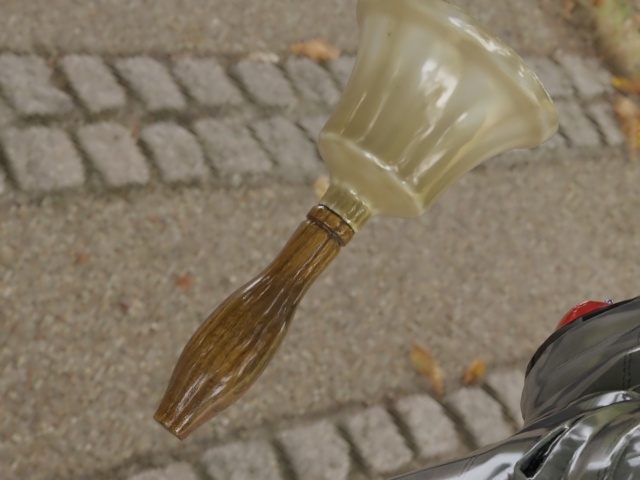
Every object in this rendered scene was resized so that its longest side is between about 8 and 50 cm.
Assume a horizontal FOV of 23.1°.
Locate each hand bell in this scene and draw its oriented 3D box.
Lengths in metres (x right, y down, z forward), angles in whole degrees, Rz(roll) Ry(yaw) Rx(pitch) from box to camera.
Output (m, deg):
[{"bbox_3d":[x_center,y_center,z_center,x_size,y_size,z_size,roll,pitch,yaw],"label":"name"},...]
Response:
[{"bbox_3d":[0.000,0.000,0.785,0.126,0.242,0.126,36,-12,9],"label":"hand bell"}]

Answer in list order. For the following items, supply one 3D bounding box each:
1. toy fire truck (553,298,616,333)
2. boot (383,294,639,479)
[{"bbox_3d":[0.230,0.046,0.891,0.192,0.047,0.135,6,60,19],"label":"toy fire truck"},{"bbox_3d":[0.064,0.108,0.572,0.223,0.338,0.118,-53,127,-61],"label":"boot"}]
